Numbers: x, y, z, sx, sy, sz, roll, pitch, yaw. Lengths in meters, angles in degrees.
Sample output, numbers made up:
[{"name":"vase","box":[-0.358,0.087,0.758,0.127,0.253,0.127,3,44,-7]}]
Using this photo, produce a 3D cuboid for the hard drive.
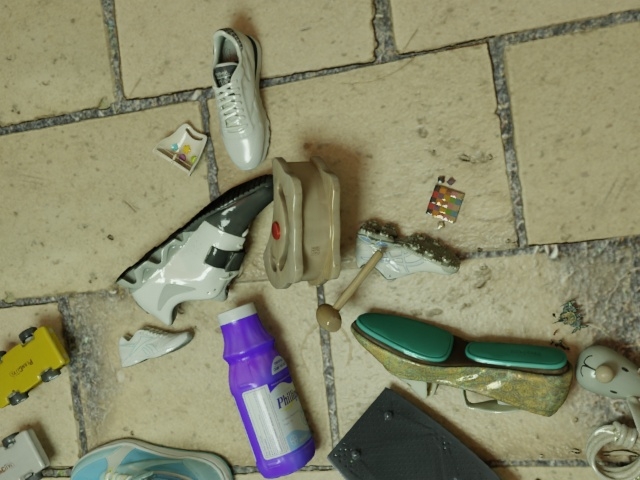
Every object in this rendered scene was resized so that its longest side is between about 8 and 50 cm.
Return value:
[{"name":"hard drive","box":[0.152,0.373,1.217,0.254,0.054,0.172,38,67,16]}]

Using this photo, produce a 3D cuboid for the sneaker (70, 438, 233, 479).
[{"name":"sneaker","box":[-0.333,0.434,1.330,0.318,0.208,0.127,-5,93,18]}]

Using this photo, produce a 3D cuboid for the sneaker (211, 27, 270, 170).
[{"name":"sneaker","box":[-0.144,-0.233,1.291,0.090,0.095,0.235,-7,93,16]}]

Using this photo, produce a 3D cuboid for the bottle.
[{"name":"bottle","box":[-0.096,0.246,1.294,0.092,0.118,0.283,-20,87,18]}]

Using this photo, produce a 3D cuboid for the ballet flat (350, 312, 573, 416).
[{"name":"ballet flat","box":[0.209,0.202,1.206,0.348,0.123,0.123,9,96,16]}]

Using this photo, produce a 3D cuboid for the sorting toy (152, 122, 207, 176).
[{"name":"sorting toy","box":[-0.236,-0.162,1.352,0.083,0.045,0.075,34,95,13]}]

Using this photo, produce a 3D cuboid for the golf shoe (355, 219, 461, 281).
[{"name":"golf shoe","box":[0.138,0.032,1.247,0.176,0.069,0.086,21,116,20]}]

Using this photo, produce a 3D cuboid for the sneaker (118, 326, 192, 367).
[{"name":"sneaker","box":[-0.301,0.182,1.386,0.152,0.053,0.061,-18,85,18]}]

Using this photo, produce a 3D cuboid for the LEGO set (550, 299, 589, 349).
[{"name":"LEGO set","box":[0.381,0.127,1.194,0.054,0.023,0.083,37,116,14]}]

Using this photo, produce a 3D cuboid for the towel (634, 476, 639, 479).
[{"name":"towel","box":[0.495,0.428,1.172,0.110,0.027,0.148,-45,81,14]}]

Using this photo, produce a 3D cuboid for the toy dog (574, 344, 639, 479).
[{"name":"toy dog","box":[0.532,0.246,1.074,0.333,0.161,0.220,-1,85,16]}]

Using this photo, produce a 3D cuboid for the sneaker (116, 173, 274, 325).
[{"name":"sneaker","box":[-0.178,0.020,1.318,0.330,0.122,0.146,-37,101,15]}]

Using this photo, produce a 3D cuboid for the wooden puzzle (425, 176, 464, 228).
[{"name":"wooden puzzle","box":[0.200,-0.059,1.242,0.049,0.006,0.083,21,99,15]}]

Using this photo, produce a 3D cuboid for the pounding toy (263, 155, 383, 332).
[{"name":"pounding toy","box":[0.000,0.000,1.243,0.154,0.154,0.270,-4,101,-22]}]

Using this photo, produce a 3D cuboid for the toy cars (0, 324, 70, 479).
[{"name":"toy cars","box":[-0.557,0.329,1.461,0.176,0.087,0.394,18,102,20]}]
